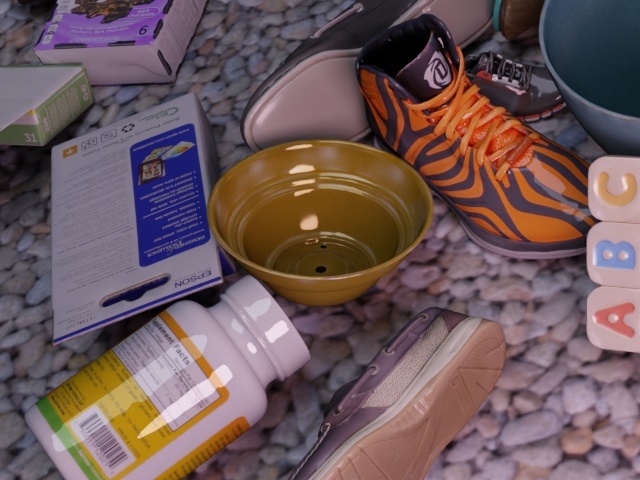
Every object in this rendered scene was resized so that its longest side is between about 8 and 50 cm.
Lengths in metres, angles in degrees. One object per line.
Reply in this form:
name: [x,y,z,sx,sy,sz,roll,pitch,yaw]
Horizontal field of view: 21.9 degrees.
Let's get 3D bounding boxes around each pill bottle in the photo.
pill bottle: [-0.136,0.142,1.526,0.246,0.136,0.136,-36,46,-9]

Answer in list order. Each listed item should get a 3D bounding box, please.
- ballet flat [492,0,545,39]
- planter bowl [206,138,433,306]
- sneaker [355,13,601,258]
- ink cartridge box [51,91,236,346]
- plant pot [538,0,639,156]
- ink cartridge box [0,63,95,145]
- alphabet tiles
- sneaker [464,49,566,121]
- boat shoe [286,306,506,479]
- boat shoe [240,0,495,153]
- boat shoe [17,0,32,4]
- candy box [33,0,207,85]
ballet flat: [0.279,-0.346,1.810,0.124,0.116,0.342,13,51,8]
planter bowl: [0.000,0.000,1.606,0.217,0.090,0.217,-1,39,0]
sneaker: [0.141,-0.104,1.589,0.321,0.180,0.124,28,66,39]
ink cartridge box: [-0.185,-0.015,1.689,0.176,0.069,0.371,-21,32,5]
plant pot: [0.364,-0.149,1.519,0.290,0.195,0.290,-12,47,13]
ink cartridge box: [-0.389,-0.133,1.881,0.171,0.056,0.235,3,31,25]
alphabet tiles: [0.351,0.019,1.353,0.278,0.284,0.021,5,14,27]
sneaker: [0.185,-0.163,1.702,0.158,0.065,0.061,-1,51,23]
boat shoe: [0.049,0.165,1.455,0.092,0.103,0.285,22,59,42]
boat shoe: [0.045,-0.193,1.773,0.335,0.112,0.095,-35,28,-15]
boat shoe: [-0.410,-0.428,2.153,0.130,0.132,0.355,-31,44,-5]
candy box: [-0.229,-0.279,1.983,0.165,0.070,0.196,0,52,24]
